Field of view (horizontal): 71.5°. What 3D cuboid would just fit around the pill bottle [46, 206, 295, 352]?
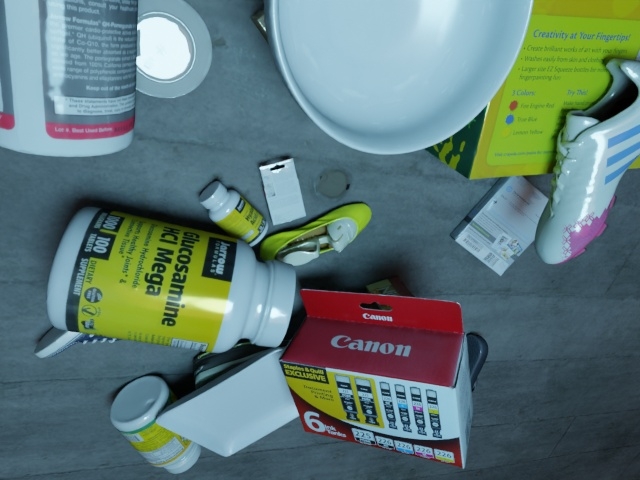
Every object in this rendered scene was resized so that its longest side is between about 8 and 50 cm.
[{"bbox_3d":[-0.218,0.072,0.700,0.334,0.188,0.188,13,114,-16],"label":"pill bottle"}]

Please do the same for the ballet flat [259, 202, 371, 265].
[{"bbox_3d":[0.000,0.000,0.829,0.231,0.077,0.077,-20,123,-8],"label":"ballet flat"}]

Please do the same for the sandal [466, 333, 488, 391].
[{"bbox_3d":[0.379,0.364,1.166,0.054,0.097,0.254,10,115,-24],"label":"sandal"}]

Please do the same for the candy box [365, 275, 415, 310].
[{"bbox_3d":[0.182,0.260,0.982,0.088,0.183,0.316,-17,123,-11],"label":"candy box"}]

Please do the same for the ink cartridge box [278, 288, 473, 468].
[{"bbox_3d":[0.098,0.237,0.796,0.309,0.130,0.271,0,122,26],"label":"ink cartridge box"}]

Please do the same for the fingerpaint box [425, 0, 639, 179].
[{"bbox_3d":[0.434,-0.313,0.749,0.445,0.163,0.371,-7,122,-17],"label":"fingerpaint box"}]

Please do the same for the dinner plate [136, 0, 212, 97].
[{"bbox_3d":[-0.224,-0.272,0.628,0.141,0.017,0.141,-8,122,-13],"label":"dinner plate"}]

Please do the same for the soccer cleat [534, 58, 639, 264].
[{"bbox_3d":[0.415,-0.121,0.706,0.143,0.116,0.331,21,111,-13],"label":"soccer cleat"}]

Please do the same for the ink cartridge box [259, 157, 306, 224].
[{"bbox_3d":[-0.068,-0.088,0.783,0.063,0.029,0.115,-17,122,-9],"label":"ink cartridge box"}]

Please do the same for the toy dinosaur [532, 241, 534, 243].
[{"bbox_3d":[0.467,-0.016,1.023,0.090,0.047,0.082,-11,139,26],"label":"toy dinosaur"}]

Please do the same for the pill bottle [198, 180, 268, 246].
[{"bbox_3d":[-0.149,-0.045,0.757,0.065,0.065,0.116,-41,124,6],"label":"pill bottle"}]

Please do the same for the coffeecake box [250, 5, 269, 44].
[{"bbox_3d":[0.017,-0.321,0.653,0.185,0.068,0.142,-38,123,4],"label":"coffeecake box"}]

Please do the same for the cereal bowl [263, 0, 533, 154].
[{"bbox_3d":[0.086,-0.292,0.567,0.339,0.141,0.339,-9,120,-15],"label":"cereal bowl"}]

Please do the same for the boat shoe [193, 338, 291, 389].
[{"bbox_3d":[-0.149,0.242,0.922,0.228,0.068,0.081,-12,131,-16],"label":"boat shoe"}]

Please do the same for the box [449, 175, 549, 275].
[{"bbox_3d":[0.394,-0.036,0.951,0.145,0.038,0.186,34,105,-15],"label":"box"}]

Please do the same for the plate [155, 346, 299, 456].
[{"bbox_3d":[-0.147,0.332,0.920,0.277,0.045,0.278,-29,137,1],"label":"plate"}]

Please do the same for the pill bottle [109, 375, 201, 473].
[{"bbox_3d":[-0.328,0.386,0.915,0.118,0.117,0.208,-22,124,-6],"label":"pill bottle"}]

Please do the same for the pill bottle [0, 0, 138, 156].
[{"bbox_3d":[-0.301,-0.271,0.503,0.176,0.176,0.318,3,118,-21],"label":"pill bottle"}]

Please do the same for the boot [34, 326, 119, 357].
[{"bbox_3d":[-0.398,0.161,0.786,0.190,0.069,0.086,-35,122,0],"label":"boot"}]
